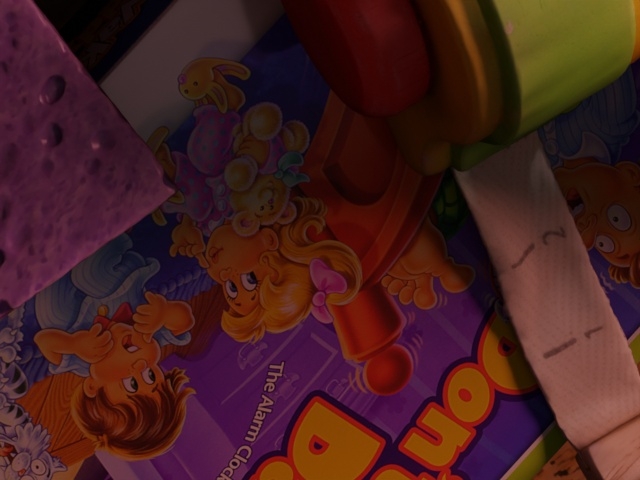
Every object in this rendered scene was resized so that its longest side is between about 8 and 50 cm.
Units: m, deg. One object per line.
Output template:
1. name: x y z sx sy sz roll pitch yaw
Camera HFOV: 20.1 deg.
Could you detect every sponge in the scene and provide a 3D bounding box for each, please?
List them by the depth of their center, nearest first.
1. sponge: -0.153 -0.063 0.560 0.117 0.031 0.210 -38 91 -1

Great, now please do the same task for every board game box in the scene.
1. board game box: 0.000 0.000 0.663 0.347 0.078 0.233 -48 116 0

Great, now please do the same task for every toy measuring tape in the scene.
1. toy measuring tape: 0.069 -0.036 0.569 0.121 0.121 0.330 -29 115 -9
